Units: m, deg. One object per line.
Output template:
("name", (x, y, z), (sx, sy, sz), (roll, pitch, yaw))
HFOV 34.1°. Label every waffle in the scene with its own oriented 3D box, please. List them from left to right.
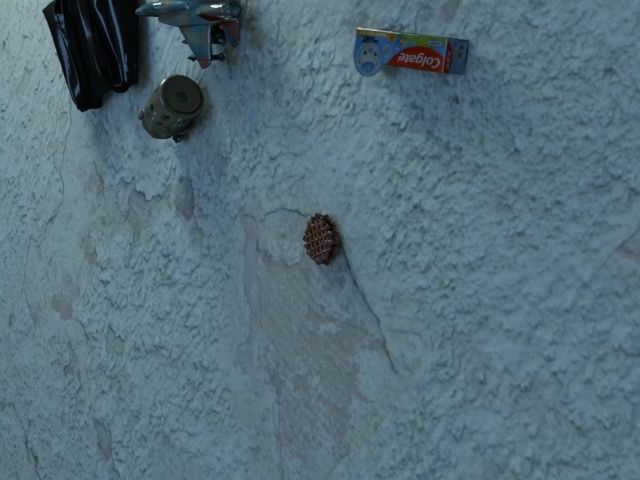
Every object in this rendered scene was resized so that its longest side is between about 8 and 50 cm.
("waffle", (0.000, 0.000, 1.664), (0.075, 0.029, 0.083), (49, 130, 42))

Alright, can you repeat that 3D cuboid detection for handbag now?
("handbag", (-0.473, -0.412, 2.181), (0.285, 0.113, 0.257), (-12, 89, 50))

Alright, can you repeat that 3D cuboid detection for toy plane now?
("toy plane", (-0.237, -0.421, 1.893), (0.326, 0.104, 0.223), (11, 98, 54))

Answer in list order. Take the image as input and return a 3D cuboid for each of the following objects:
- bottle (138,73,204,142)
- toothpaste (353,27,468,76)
("bottle", (-0.285, -0.240, 1.966), (0.152, 0.099, 0.099), (-37, 63, 55))
("toothpaste", (0.125, -0.262, 1.494), (0.193, 0.044, 0.070), (21, 108, 49))
